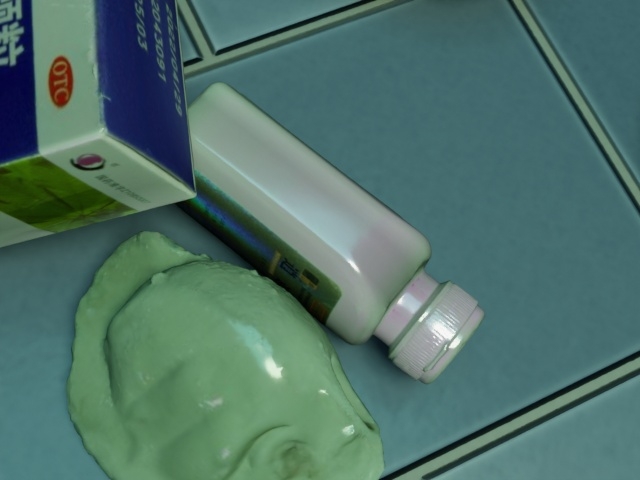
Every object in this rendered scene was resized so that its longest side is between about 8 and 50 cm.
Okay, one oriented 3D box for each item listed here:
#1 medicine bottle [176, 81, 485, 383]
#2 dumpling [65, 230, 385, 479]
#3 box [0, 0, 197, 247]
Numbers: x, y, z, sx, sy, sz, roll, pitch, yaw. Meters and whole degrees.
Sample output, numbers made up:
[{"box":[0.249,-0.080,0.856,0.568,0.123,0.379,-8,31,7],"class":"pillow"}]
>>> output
[{"box":[0.000,0.000,0.543,0.219,0.115,0.078,39,70,8],"class":"medicine bottle"},{"box":[-0.058,0.087,0.524,0.219,0.152,0.108,42,30,20],"class":"dumpling"},{"box":[-0.235,-0.096,0.502,0.299,0.106,0.200,-13,72,16],"class":"box"}]
